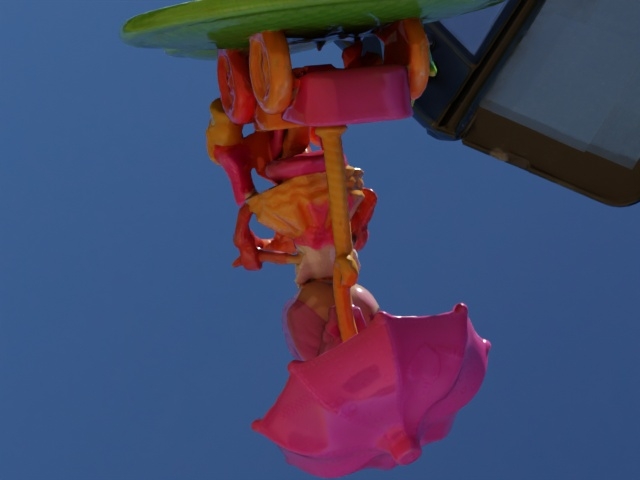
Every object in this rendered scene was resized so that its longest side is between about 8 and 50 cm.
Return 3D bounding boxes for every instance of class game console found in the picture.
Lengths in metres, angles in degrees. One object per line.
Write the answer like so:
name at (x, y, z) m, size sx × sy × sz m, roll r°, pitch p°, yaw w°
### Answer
game console at (0.176, -0.213, 1.374) m, size 0.173 × 0.250 × 0.293 m, roll 8°, pitch -119°, yaw 58°

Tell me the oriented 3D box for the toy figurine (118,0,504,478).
toy figurine at (0.000, 0.000, 0.637) m, size 0.173 × 0.130 × 0.159 m, roll 180°, pitch -97°, yaw -72°
